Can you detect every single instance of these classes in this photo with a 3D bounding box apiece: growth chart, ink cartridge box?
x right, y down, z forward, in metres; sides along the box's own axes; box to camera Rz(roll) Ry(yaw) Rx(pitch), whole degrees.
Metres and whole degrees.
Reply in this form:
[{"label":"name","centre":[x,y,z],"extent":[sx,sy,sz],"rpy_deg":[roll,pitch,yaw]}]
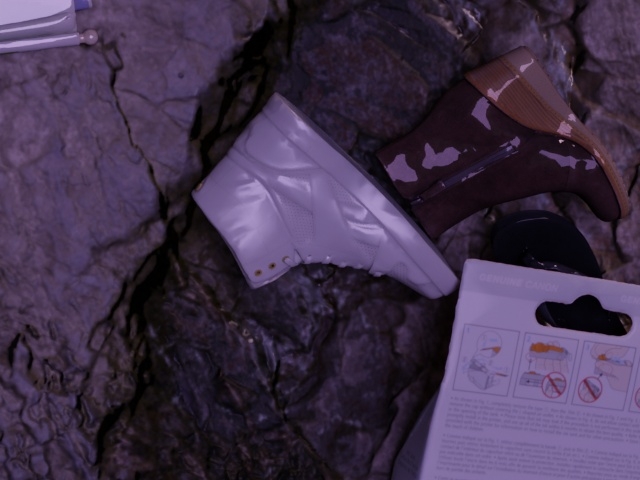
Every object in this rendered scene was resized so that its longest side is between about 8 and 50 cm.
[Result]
[{"label":"growth chart","centre":[-0.284,-0.296,1.384],"extent":[0.172,0.021,0.237],"rpy_deg":[-4,97,-18]},{"label":"ink cartridge box","centre":[0.244,0.222,1.570],"extent":[0.308,0.091,0.384],"rpy_deg":[9,95,-18]}]

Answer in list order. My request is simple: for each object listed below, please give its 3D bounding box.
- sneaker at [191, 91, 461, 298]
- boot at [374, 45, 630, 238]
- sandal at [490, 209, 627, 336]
[{"label":"sneaker","centre":[0.000,0.000,1.478],"extent":[0.292,0.108,0.169],"rpy_deg":[42,96,-21]},{"label":"boot","centre":[0.202,-0.068,1.553],"extent":[0.207,0.090,0.248],"rpy_deg":[-39,111,4]},{"label":"sandal","centre":[0.279,0.067,1.564],"extent":[0.097,0.054,0.254],"rpy_deg":[-33,112,14]}]
